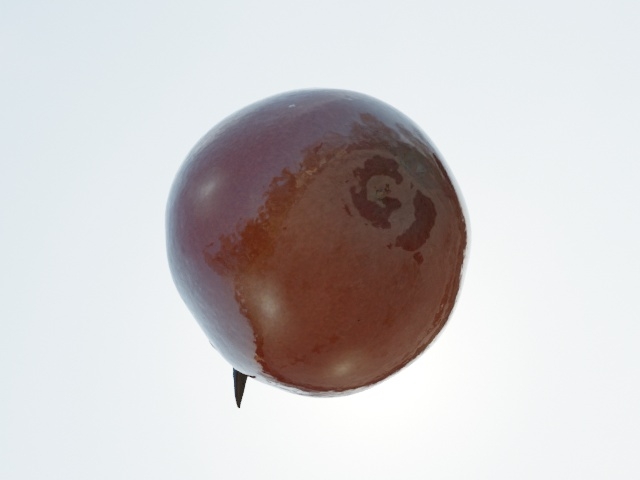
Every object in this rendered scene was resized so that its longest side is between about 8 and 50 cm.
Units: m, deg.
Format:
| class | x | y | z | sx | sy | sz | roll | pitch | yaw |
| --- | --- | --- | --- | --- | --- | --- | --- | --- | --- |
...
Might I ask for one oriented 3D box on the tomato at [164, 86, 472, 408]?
| class | x | y | z | sx | sy | sz | roll | pitch | yaw |
| --- | --- | --- | --- | --- | --- | --- | --- | --- | --- |
| tomato | 0.000 | 0.000 | 1.215 | 0.256 | 0.256 | 0.224 | -18 | -10 | -34 |
